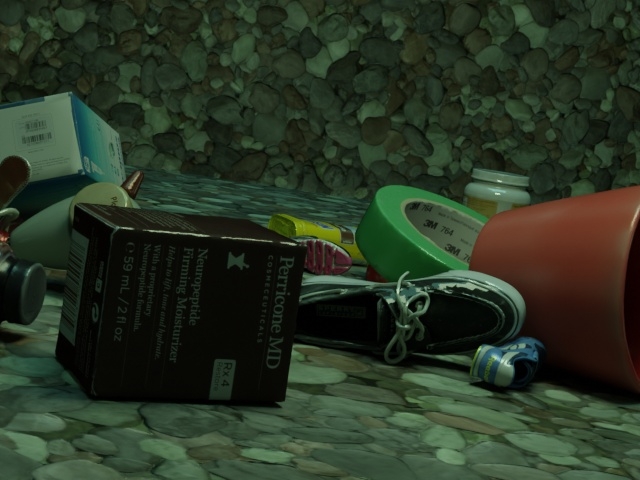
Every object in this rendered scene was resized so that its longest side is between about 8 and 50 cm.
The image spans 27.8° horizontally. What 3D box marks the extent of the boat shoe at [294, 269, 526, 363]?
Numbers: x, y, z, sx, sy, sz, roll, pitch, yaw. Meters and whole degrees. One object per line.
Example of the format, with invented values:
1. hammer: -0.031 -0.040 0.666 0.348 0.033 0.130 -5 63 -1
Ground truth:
1. boat shoe: 0.099 0.094 1.617 0.306 0.113 0.105 7 14 13

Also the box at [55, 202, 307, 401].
1. box: -0.146 0.062 1.317 0.203 0.168 0.167 5 7 -24

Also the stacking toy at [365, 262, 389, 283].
1. stacking toy: 0.131 0.038 2.146 0.141 0.141 0.330 10 14 4

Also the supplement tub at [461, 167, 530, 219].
1. supplement tub: 0.367 -0.045 2.745 0.144 0.199 0.144 9 7 -1

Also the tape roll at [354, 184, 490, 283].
1. tape roll: 0.211 0.030 1.972 0.321 0.077 0.321 25 20 -9

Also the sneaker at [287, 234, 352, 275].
1. sneaker: -0.010 0.022 2.266 0.170 0.063 0.075 8 11 33

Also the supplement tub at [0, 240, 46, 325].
1. supplement tub: -0.405 0.042 1.417 0.198 0.106 0.106 11 7 9

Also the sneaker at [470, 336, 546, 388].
1. sneaker: 0.241 0.153 1.578 0.059 0.053 0.144 21 18 37

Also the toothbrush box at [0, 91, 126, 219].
1. toothbrush box: -0.426 -0.113 1.935 0.216 0.126 0.295 -10 -8 4

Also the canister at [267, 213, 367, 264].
1. canister: 0.000 0.000 2.431 0.170 0.073 0.126 7 7 -28

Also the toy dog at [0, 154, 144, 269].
1. toy dog: -0.365 -0.038 1.754 0.334 0.161 0.220 14 -37 -4

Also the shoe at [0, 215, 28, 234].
1. shoe: -0.437 -0.007 1.941 0.081 0.063 0.178 4 2 8

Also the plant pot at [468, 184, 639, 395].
1. plant pot: 0.344 0.059 1.704 0.243 0.275 0.275 2 1 38
